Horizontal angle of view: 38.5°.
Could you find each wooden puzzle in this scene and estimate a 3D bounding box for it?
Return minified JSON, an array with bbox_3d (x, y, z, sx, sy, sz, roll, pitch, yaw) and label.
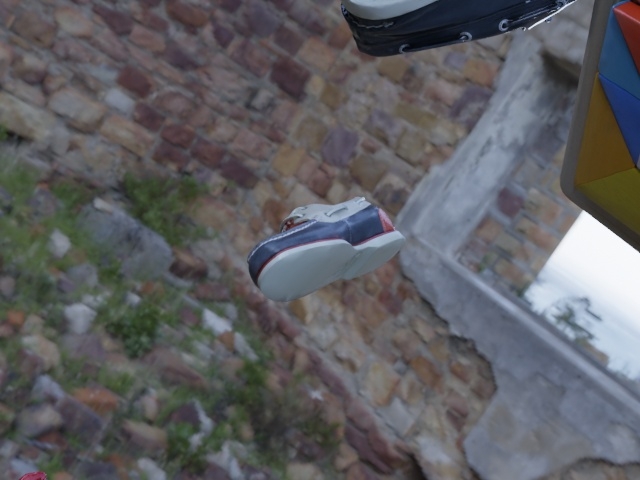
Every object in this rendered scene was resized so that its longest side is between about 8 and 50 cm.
[{"bbox_3d":[0.246,-0.061,0.620,0.239,0.044,0.221,52,-25,41],"label":"wooden puzzle"}]

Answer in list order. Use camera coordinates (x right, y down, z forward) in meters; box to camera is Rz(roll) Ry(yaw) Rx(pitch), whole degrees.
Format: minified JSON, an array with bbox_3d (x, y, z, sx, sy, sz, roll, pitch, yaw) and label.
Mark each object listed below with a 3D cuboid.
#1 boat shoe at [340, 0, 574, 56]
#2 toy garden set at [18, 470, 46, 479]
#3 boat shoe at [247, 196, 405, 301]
[{"bbox_3d":[0.184,-0.257,0.912,0.113,0.340,0.127,81,-14,-56],"label":"boat shoe"},{"bbox_3d":[-0.310,0.227,0.655,0.203,0.244,0.049,34,-19,2],"label":"toy garden set"},{"bbox_3d":[0.000,0.000,0.520,0.043,0.049,0.137,52,31,16],"label":"boat shoe"}]
